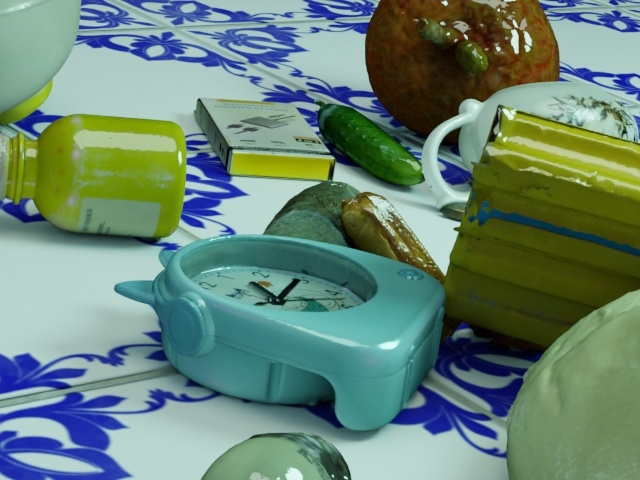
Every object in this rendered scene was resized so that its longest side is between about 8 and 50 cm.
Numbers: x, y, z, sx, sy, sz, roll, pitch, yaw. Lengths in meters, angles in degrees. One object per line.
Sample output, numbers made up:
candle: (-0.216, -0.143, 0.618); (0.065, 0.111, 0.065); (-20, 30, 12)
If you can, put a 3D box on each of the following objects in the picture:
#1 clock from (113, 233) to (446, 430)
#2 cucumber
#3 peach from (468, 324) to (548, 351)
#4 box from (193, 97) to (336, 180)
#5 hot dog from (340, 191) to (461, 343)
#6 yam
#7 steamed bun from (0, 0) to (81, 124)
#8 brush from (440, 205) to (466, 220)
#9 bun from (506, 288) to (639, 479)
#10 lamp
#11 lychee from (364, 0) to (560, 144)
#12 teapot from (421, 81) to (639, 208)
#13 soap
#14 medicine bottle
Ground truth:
clock: (-0.037, 0.069, 1.620); (0.274, 0.094, 0.223); (13, 19, 16)
cucumber: (0.049, -0.119, 2.235); (0.056, 0.056, 0.250); (-3, 24, -30)
peach: (0.188, 0.065, 1.767); (0.098, 0.061, 0.098); (15, 20, -5)
box: (-0.074, -0.130, 2.235); (0.129, 0.033, 0.247); (2, 21, -17)
hot dog: (0.077, 0.023, 1.737); (0.165, 0.045, 0.071); (53, 26, -5)
yam: (0.000, 0.000, 1.808); (0.107, 0.107, 0.183); (12, 17, 9)
steamed bun: (-0.436, -0.290, 2.117); (0.334, 0.333, 0.374); (5, 21, -12)
brush: (0.233, -0.019, 2.087); (0.196, 0.021, 0.070); (8, 20, 3)
bun: (0.332, 0.130, 1.449); (0.364, 0.202, 0.364); (6, 18, -2)
lamp: (-0.033, 0.184, 1.299); (0.101, 0.101, 0.250); (14, 8, 14)
lychee: (0.182, -0.241, 2.349); (0.255, 0.255, 0.300); (11, -12, 7)
teapot: (0.252, -0.104, 2.168); (0.300, 0.165, 0.208); (-10, 7, -21)
soap: (0.278, 0.014, 1.654); (0.325, 0.204, 0.096); (16, 39, 3)
medicine bottle: (-0.249, -0.068, 1.858); (0.213, 0.121, 0.122); (4, 20, -13)
